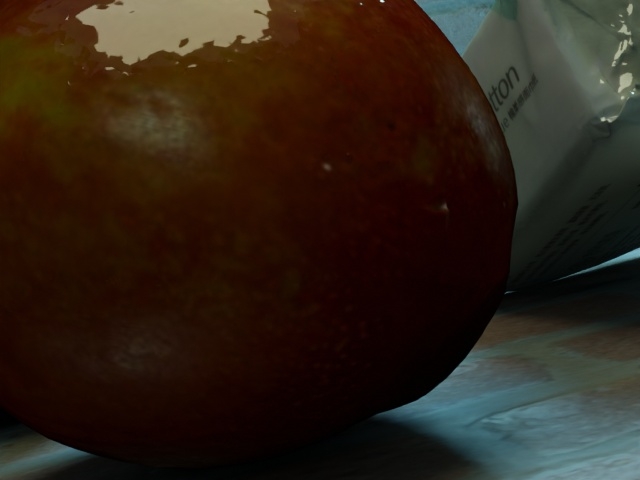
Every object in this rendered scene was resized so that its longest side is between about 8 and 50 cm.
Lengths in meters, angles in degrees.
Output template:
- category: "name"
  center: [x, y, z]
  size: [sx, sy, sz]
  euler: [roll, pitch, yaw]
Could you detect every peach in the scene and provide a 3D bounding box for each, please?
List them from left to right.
- category: "peach"
  center: [-0.061, -0.027, 0.777]
  size: [0.388, 0.388, 0.388]
  euler: [-10, 6, 1]

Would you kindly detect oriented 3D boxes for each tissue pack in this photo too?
- category: "tissue pack"
  center: [0.248, -0.110, 1.097]
  size: [0.266, 0.194, 0.356]
  euler: [-16, -20, -23]

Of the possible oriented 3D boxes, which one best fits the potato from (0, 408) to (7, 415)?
- category: "potato"
  center: [-0.288, 0.027, 1.045]
  size: [0.326, 0.243, 0.221]
  euler: [-22, -4, 26]
